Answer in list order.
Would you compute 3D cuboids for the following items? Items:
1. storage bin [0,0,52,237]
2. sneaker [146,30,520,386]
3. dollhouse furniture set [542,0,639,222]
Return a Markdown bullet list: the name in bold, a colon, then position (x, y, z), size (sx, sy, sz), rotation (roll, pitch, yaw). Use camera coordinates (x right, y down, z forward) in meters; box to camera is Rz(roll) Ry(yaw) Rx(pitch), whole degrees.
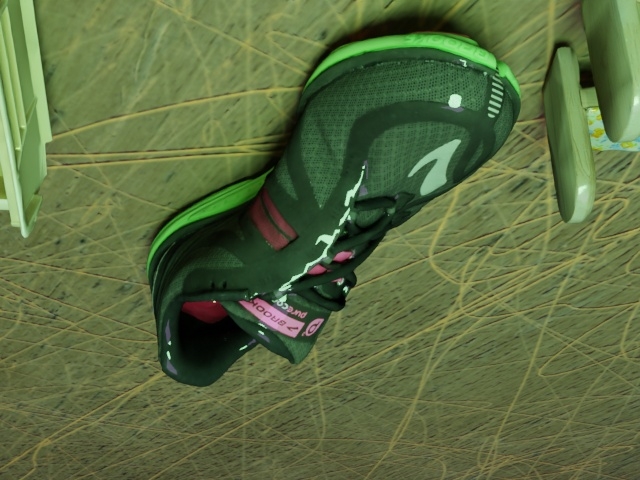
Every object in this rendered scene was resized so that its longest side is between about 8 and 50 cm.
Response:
- **storage bin**: position (-0.351, -0.127, 0.611), size (0.262, 0.123, 0.260), rotation (2, 129, -5)
- **sneaker**: position (0.000, 0.000, 0.765), size (0.185, 0.202, 0.483), rotation (22, 138, -28)
- **dollhouse furniture set**: position (0.376, -0.100, 0.532), size (0.362, 0.256, 0.394), rotation (-2, 156, 1)
